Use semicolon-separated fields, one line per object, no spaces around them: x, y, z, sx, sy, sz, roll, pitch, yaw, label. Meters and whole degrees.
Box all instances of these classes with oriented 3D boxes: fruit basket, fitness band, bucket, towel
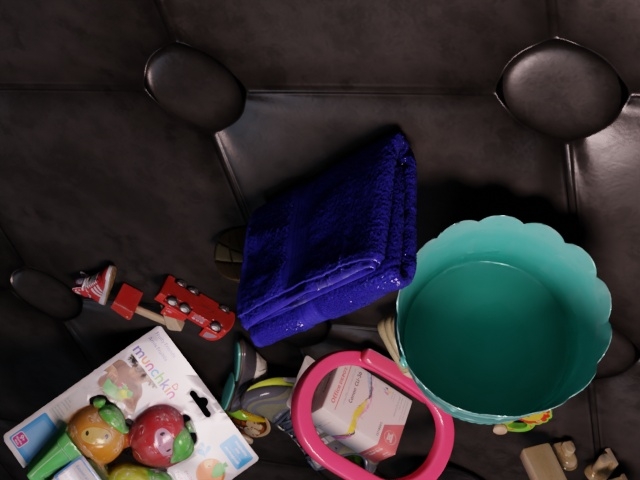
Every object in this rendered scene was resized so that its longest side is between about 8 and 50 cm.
-0.345;0.388;1.945;0.353;0.165;0.327;-34;100;0;fruit basket
0.087;0.304;1.762;0.291;0.209;0.054;32;166;-14;fitness band
0.231;0.115;1.406;0.281;0.281;0.183;18;165;6;bucket
0.000;0.000;1.432;0.076;0.227;0.308;22;147;-36;towel

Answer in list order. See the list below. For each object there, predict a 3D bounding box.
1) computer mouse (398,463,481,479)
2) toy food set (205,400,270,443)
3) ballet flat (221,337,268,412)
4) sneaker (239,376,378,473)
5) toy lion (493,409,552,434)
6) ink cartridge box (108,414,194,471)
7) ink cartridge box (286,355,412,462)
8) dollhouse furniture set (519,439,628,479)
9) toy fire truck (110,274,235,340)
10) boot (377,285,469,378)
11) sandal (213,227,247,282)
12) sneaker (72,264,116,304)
0.257;0.481;2.007;0.272;0.072;0.188;25;142;-23;computer mouse
-0.164;0.357;2.083;0.132;0.038;0.192;26;142;-5;toy food set
-0.133;0.243;1.921;0.074;0.074;0.203;20;136;3;ballet flat
-0.009;0.340;1.899;0.300;0.121;0.111;24;137;-16;sneaker
0.338;0.289;1.767;0.096;0.034;0.100;4;139;11;toy lion
-0.348;0.420;2.123;0.140;0.190;0.082;29;144;-8;ink cartridge box
0.050;0.282;1.828;0.198;0.115;0.067;34;142;-14;ink cartridge box
0.422;0.426;1.792;0.151;0.144;0.123;-11;145;-17;dollhouse furniture set
-0.258;0.124;1.849;0.192;0.047;0.135;32;141;-12;toy fire truck
0.234;0.179;1.633;0.262;0.095;0.203;41;138;-19;boot
-0.064;0.025;1.628;0.219;0.090;0.060;-6;156;22;sandal
-0.399;0.071;1.860;0.067;0.042;0.118;23;144;-6;sneaker
